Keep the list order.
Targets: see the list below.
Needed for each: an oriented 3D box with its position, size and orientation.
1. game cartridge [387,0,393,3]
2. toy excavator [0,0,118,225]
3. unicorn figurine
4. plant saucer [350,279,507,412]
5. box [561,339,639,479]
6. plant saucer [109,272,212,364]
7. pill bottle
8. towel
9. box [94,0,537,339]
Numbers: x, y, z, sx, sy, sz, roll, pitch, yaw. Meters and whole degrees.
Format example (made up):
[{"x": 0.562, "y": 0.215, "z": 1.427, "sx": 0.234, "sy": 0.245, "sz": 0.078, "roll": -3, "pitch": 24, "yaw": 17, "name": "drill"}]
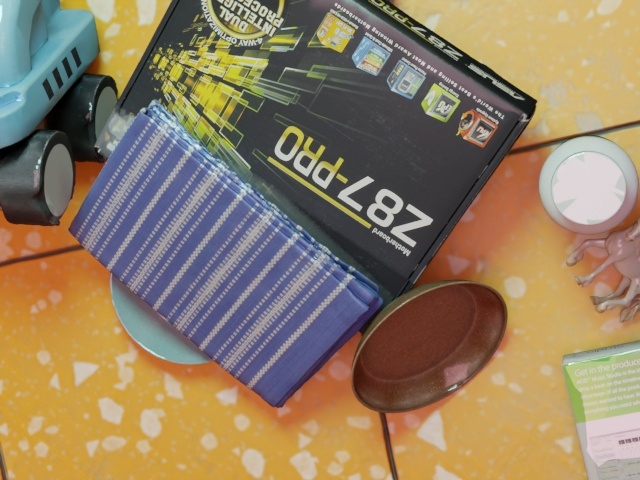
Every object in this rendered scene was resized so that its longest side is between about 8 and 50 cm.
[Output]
[{"x": -0.011, "y": -0.299, "z": 1.429, "sx": 0.196, "sy": 0.060, "sz": 0.294, "roll": 12, "pitch": 98, "yaw": 14, "name": "game cartridge"}, {"x": -0.364, "y": -0.294, "z": 1.396, "sx": 0.222, "sy": 0.433, "sz": 0.445, "roll": 5, "pitch": 124, "yaw": 11, "name": "toy excavator"}, {"x": 0.332, "y": 0.022, "z": 1.359, "sx": 0.111, "sy": 0.162, "sz": 0.060, "roll": -31, "pitch": 52, "yaw": 14, "name": "unicorn figurine"}, {"x": 0.117, "y": 0.112, "z": 1.395, "sx": 0.198, "sy": 0.198, "sz": 0.036, "roll": -44, "pitch": 47, "yaw": 12, "name": "plant saucer"}, {"x": 0.419, "y": 0.263, "z": 1.392, "sx": 0.232, "sy": 0.058, "sz": 0.322, "roll": -12, "pitch": 94, "yaw": 12, "name": "box"}, {"x": -0.157, "y": 0.051, "z": 1.498, "sx": 0.195, "sy": 0.037, "sz": 0.195, "roll": 1, "pitch": 95, "yaw": 12, "name": "plant saucer"}, {"x": 0.285, "y": -0.060, "z": 1.321, "sx": 0.103, "sy": 0.184, "sz": 0.103, "roll": 1, "pitch": 96, "yaw": 12, "name": "pill bottle"}, {"x": -0.114, "y": 0.024, "z": 1.400, "sx": 0.336, "sy": 0.040, "sz": 0.243, "roll": 41, "pitch": 131, "yaw": 1, "name": "towel"}, {"x": -0.011, "y": -0.128, "z": 1.376, "sx": 0.395, "sy": 0.097, "sz": 0.318, "roll": 35, "pitch": 115, "yaw": 3, "name": "box"}]
